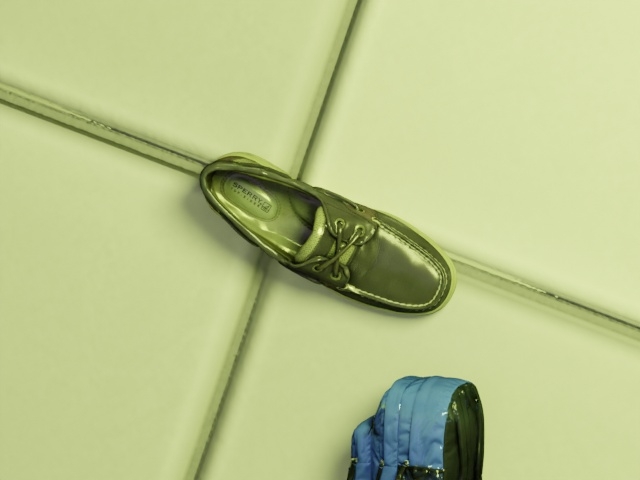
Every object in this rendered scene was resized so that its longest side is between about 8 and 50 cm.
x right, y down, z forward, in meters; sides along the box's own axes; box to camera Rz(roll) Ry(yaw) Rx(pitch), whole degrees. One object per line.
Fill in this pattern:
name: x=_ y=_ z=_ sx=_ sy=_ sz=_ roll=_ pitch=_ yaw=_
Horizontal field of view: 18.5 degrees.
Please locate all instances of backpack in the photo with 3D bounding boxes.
backpack: x=0.075 y=0.165 z=1.545 sx=0.101 sy=0.098 sz=0.120 roll=8 pitch=98 yaw=16

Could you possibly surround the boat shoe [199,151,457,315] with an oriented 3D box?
boat shoe: x=0.000 y=-0.001 z=1.557 sx=0.223 sy=0.073 sz=0.080 roll=28 pitch=101 yaw=9
